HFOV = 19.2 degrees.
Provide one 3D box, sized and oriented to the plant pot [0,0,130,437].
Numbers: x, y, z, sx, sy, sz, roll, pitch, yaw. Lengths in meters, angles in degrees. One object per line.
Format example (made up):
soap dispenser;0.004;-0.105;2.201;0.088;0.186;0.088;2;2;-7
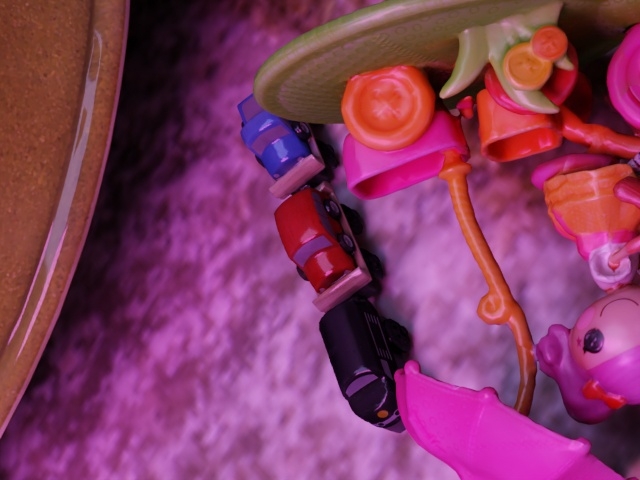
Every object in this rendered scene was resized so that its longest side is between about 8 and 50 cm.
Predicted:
plant pot;-0.316;-0.077;0.718;0.366;0.353;0.366;-26;57;47

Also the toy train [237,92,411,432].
toy train;0.000;0.000;0.695;0.027;0.036;0.158;-37;55;24

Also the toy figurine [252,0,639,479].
toy figurine;0.078;0.006;0.603;0.173;0.130;0.159;-14;79;10
